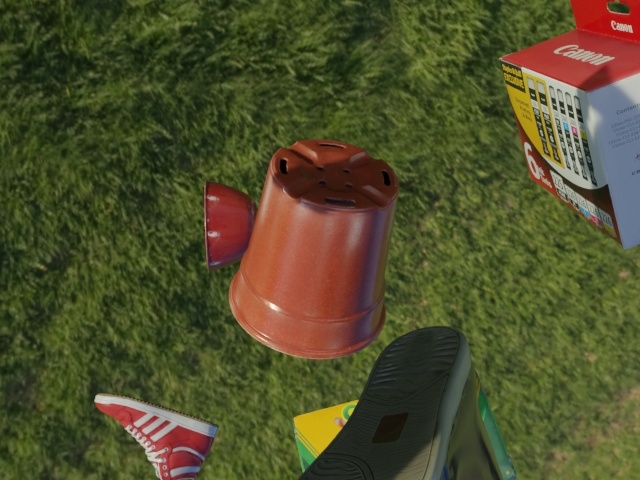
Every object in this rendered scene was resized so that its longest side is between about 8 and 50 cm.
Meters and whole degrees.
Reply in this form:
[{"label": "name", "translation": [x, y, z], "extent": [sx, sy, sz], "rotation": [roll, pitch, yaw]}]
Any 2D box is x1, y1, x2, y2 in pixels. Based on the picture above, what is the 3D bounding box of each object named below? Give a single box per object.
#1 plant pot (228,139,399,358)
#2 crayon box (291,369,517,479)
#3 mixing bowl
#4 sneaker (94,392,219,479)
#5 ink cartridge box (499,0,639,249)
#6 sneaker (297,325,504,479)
[{"label": "plant pot", "translation": [0.000, 0.000, 1.207], "extent": [0.272, 0.272, 0.265], "rotation": [-7, 130, -23]}, {"label": "crayon box", "translation": [0.114, 0.304, 1.064], "extent": [0.278, 0.165, 0.081], "rotation": [-15, 143, -1]}, {"label": "mixing bowl", "translation": [-0.174, -0.029, 1.468], "extent": [0.098, 0.181, 0.181], "rotation": [-1, 132, -5]}, {"label": "sneaker", "translation": [-0.160, 0.186, 0.700], "extent": [0.118, 0.067, 0.042], "rotation": [21, 165, -11]}, {"label": "ink cartridge box", "translation": [0.354, -0.179, 0.979], "extent": [0.130, 0.309, 0.272], "rotation": [-21, 111, 2]}, {"label": "sneaker", "translation": [0.056, 0.156, 0.423], "extent": [0.083, 0.222, 0.118], "rotation": [-11, 113, 35]}]
